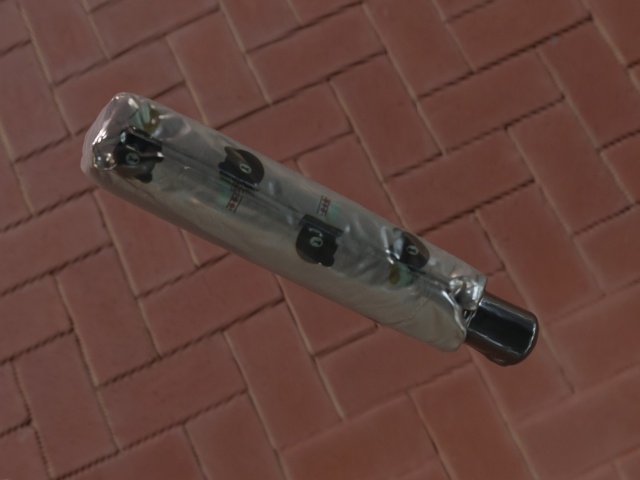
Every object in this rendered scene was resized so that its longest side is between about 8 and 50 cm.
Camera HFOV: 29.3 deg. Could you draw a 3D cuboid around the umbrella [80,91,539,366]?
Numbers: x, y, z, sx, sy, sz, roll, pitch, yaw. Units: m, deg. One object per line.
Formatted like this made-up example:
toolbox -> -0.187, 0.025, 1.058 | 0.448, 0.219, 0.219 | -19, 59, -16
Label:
umbrella -> 0.000, 0.000, 0.823 | 0.337, 0.073, 0.067 | 26, 85, -15
